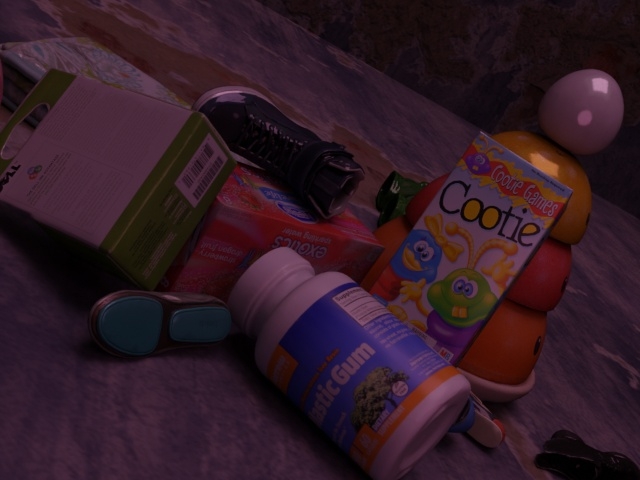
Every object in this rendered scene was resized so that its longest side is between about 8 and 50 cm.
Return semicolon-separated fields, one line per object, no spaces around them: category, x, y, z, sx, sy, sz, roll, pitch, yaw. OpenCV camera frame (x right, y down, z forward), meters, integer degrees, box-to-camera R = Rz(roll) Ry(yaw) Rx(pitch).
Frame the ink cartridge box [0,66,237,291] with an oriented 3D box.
ink cartridge box;-0.255;-0.078;1.187;0.255;0.188;0.097;21;-20;32

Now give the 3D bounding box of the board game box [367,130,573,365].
board game box;0.186;0.022;1.338;0.144;0.275;0.142;34;-1;12

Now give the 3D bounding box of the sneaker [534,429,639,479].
sneaker;0.380;0.321;1.462;0.170;0.051;0.089;27;18;-4

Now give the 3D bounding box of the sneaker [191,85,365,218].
sneaker;-0.045;-0.110;1.305;0.226;0.086;0.163;19;20;-41

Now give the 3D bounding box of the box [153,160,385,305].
box;-0.085;0.003;1.332;0.300;0.154;0.142;15;25;-47

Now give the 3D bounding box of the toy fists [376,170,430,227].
toy fists;0.194;-0.054;2.042;0.142;0.096;0.279;31;17;-10

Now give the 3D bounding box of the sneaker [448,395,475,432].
sneaker;0.108;0.185;1.351;0.209;0.069;0.082;32;-14;23

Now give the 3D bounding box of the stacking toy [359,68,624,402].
stacking toy;0.277;-0.037;1.511;0.351;0.480;0.350;29;19;-11

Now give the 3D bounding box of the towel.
towel;-0.288;-0.185;1.577;0.374;0.090;0.320;35;19;6

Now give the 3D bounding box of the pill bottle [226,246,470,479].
pill bottle;0.022;0.132;1.176;0.272;0.152;0.152;40;19;22

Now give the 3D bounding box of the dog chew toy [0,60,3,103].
dog chew toy;-0.509;-0.201;1.093;0.332;0.206;0.206;26;17;6

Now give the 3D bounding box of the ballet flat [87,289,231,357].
ballet flat;-0.184;0.087;1.113;0.068;0.072;0.213;12;3;35

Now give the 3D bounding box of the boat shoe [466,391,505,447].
boat shoe;0.192;0.224;1.394;0.137;0.049;0.043;41;16;15
